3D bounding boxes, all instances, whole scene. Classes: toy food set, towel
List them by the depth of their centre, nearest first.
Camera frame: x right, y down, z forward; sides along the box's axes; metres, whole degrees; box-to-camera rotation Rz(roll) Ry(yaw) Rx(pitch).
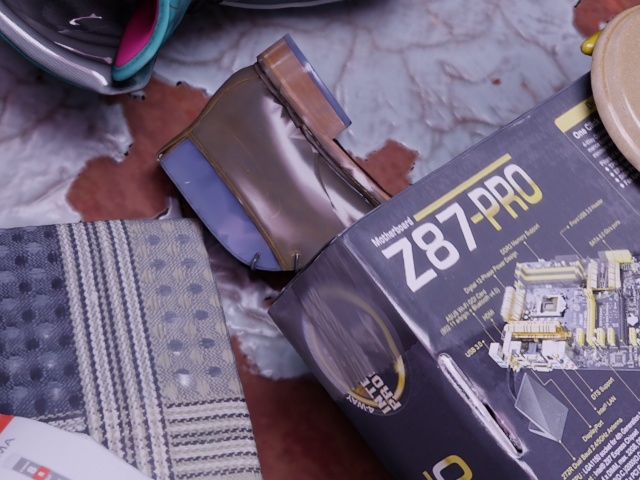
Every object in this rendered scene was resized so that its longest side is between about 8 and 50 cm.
[{"bbox_3d":[-0.180,0.137,0.534,0.312,0.056,0.324,-5,57,-17],"label":"towel"},{"bbox_3d":[0.197,-0.070,0.591,0.132,0.038,0.192,-21,76,-27],"label":"toy food set"}]

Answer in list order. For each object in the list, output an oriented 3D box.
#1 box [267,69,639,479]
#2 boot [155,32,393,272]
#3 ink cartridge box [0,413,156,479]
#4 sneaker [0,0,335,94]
[{"bbox_3d":[0.214,0.053,0.602,0.395,0.097,0.318,-33,83,-37],"label":"box"},{"bbox_3d":[0.000,0.000,0.650,0.106,0.082,0.219,-33,91,5],"label":"boot"},{"bbox_3d":[-0.160,0.134,0.481,0.179,0.045,0.145,32,55,5],"label":"ink cartridge box"},{"bbox_3d":[-0.066,-0.158,0.607,0.295,0.124,0.178,-1,33,-7],"label":"sneaker"}]
